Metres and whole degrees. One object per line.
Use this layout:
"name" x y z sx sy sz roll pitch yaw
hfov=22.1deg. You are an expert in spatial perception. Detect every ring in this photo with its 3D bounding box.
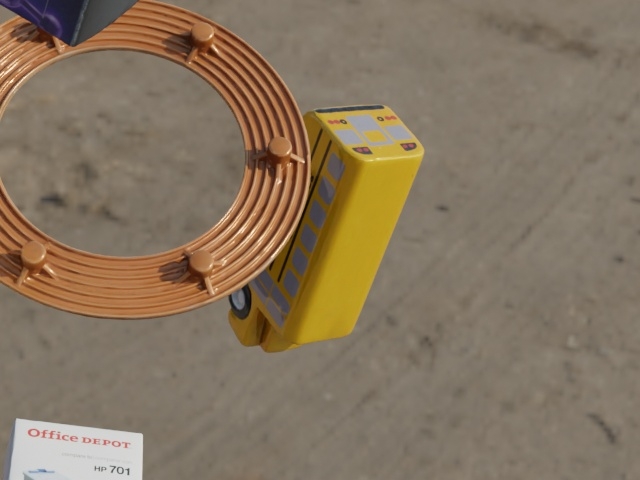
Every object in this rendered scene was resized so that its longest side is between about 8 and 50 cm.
"ring" -0.172 -0.085 1.426 0.336 0.032 0.337 5 60 -8

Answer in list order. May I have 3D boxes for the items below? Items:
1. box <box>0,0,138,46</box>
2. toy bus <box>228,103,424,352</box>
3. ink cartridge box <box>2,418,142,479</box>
"box" -0.175 -0.232 0.901 0.207 0.153 0.108 30 40 7
"toy bus" 0.000 0.000 1.850 0.108 0.333 0.130 -8 44 -35
"ink cartridge box" -0.254 0.282 1.657 0.139 0.082 0.191 8 43 -12
